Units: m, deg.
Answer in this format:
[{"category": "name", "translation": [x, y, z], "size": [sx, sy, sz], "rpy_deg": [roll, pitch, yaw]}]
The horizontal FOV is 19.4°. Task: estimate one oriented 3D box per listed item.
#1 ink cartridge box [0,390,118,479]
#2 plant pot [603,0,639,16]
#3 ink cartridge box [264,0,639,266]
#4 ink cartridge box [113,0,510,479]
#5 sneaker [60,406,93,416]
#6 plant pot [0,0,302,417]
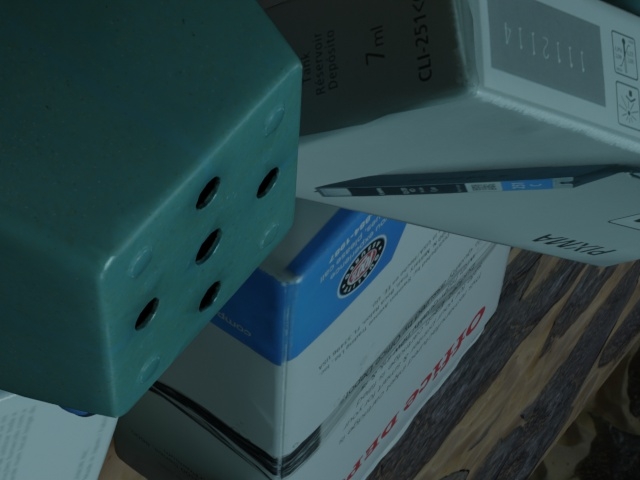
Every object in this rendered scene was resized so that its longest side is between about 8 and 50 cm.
[{"category": "ink cartridge box", "translation": [-0.297, 0.189, 0.961], "size": [0.385, 0.091, 0.308], "rpy_deg": [-14, 138, -42]}, {"category": "plant pot", "translation": [0.141, -0.305, 0.858], "size": [0.334, 0.341, 0.341], "rpy_deg": [-44, 160, -58]}, {"category": "ink cartridge box", "translation": [0.049, -0.037, 0.840], "size": [0.296, 0.261, 0.066], "rpy_deg": [12, 71, -48]}, {"category": "ink cartridge box", "translation": [0.000, 0.000, 1.239], "size": [0.285, 0.166, 0.395], "rpy_deg": [-47, 160, -28]}, {"category": "sneaker", "translation": [-0.144, -0.011, 0.896], "size": [0.082, 0.069, 0.209], "rpy_deg": [-17, 108, -40]}, {"category": "plant pot", "translation": [-0.131, -0.057, 0.657], "size": [0.165, 0.234, 0.165], "rpy_deg": [-48, 161, -26]}]
